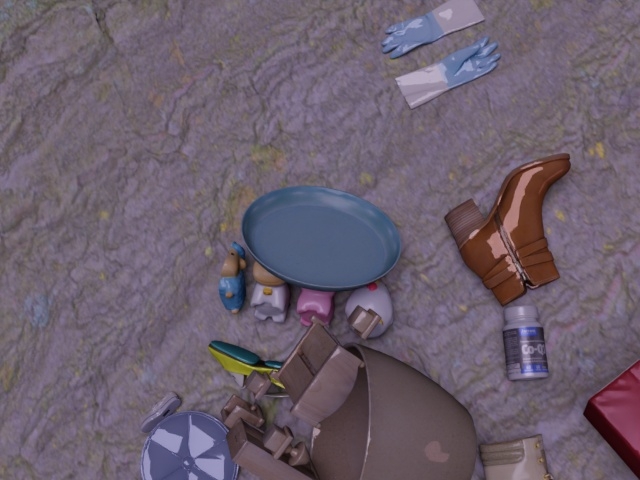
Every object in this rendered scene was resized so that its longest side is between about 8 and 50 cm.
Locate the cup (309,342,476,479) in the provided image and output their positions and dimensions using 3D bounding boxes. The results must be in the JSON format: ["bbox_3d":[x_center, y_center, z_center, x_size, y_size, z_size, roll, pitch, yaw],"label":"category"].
[{"bbox_3d":[0.139,0.365,1.535,0.236,0.331,0.331,11,77,-14],"label":"cup"}]

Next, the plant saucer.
[{"bbox_3d":[0.000,0.000,1.678,0.317,0.044,0.318,6,38,-5],"label":"plant saucer"}]

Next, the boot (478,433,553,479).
[{"bbox_3d":[0.426,0.456,1.560,0.261,0.095,0.204,-6,74,12],"label":"boot"}]

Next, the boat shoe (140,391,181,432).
[{"bbox_3d":[-0.329,0.347,1.735,0.100,0.035,0.035,-45,47,0],"label":"boat shoe"}]

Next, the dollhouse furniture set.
[{"bbox_3d":[0.003,0.269,1.549,0.173,0.303,0.356,36,92,-18],"label":"dollhouse furniture set"}]

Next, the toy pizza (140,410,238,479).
[{"bbox_3d":[-0.258,0.441,1.697,0.201,0.032,0.201,-1,79,7],"label":"toy pizza"}]

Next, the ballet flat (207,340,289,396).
[{"bbox_3d":[-0.124,0.266,1.703,0.231,0.077,0.077,14,96,10],"label":"ballet flat"}]

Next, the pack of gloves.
[{"bbox_3d":[0.255,-0.416,1.820,0.232,0.046,0.195,-25,75,2],"label":"pack of gloves"}]

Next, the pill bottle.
[{"bbox_3d":[0.390,0.197,1.633,0.078,0.078,0.137,-6,76,7],"label":"pill bottle"}]

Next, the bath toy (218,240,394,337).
[{"bbox_3d":[-0.020,0.093,1.700,0.348,0.151,0.129,11,55,7],"label":"bath toy"}]

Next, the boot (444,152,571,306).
[{"bbox_3d":[0.408,-0.023,1.666,0.283,0.109,0.220,-31,73,3],"label":"boot"}]

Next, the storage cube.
[{"bbox_3d":[0.601,0.316,1.508,0.183,0.215,0.193,-38,68,-1],"label":"storage cube"}]
